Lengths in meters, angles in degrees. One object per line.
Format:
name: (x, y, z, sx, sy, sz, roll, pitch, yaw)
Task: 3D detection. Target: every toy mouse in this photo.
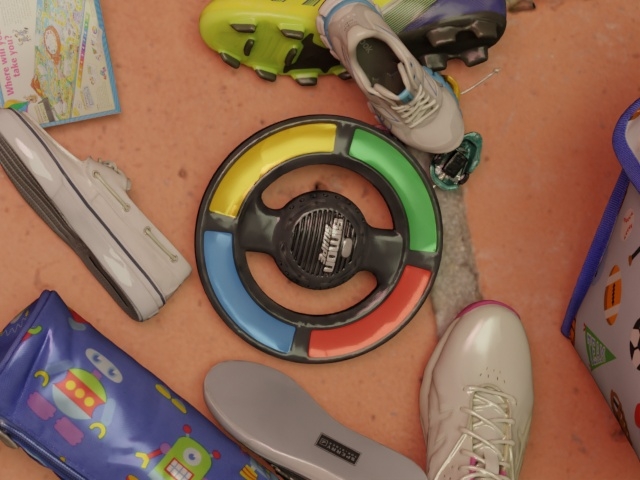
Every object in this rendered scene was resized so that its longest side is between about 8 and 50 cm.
toy mouse: (0.092, -0.085, 1.263, 0.161, 0.031, 0.143, -7, 104, -8)

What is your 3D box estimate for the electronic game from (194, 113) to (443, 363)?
electronic game: (0.000, 0.000, 1.218, 0.229, 0.048, 0.229, -2, 99, -11)

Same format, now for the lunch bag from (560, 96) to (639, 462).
lunch bag: (0.377, 0.023, 1.112, 0.239, 0.328, 0.385, 7, 121, -16)

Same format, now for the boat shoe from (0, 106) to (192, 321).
boat shoe: (-0.201, -0.035, 1.175, 0.076, 0.083, 0.226, -43, 113, -22)

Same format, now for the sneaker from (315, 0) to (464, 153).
sneaker: (0.068, -0.130, 1.170, 0.071, 0.083, 0.190, -40, 125, 11)

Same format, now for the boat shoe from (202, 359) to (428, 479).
boat shoe: (-0.009, 0.191, 1.206, 0.228, 0.076, 0.080, 27, 49, 9)

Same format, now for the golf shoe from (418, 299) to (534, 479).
golf shoe: (0.146, 0.206, 1.219, 0.115, 0.140, 0.306, 12, 85, -12)

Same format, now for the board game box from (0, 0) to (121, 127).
board game box: (-0.240, -0.178, 1.171, 0.103, 0.026, 0.154, -12, 105, -14)

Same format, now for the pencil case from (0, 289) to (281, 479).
pencil case: (-0.165, 0.178, 1.150, 0.306, 0.119, 0.133, 41, 56, -10)

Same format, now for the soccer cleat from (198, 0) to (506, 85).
soccer cleat: (0.029, -0.216, 1.236, 0.289, 0.093, 0.121, -4, 67, -11)
